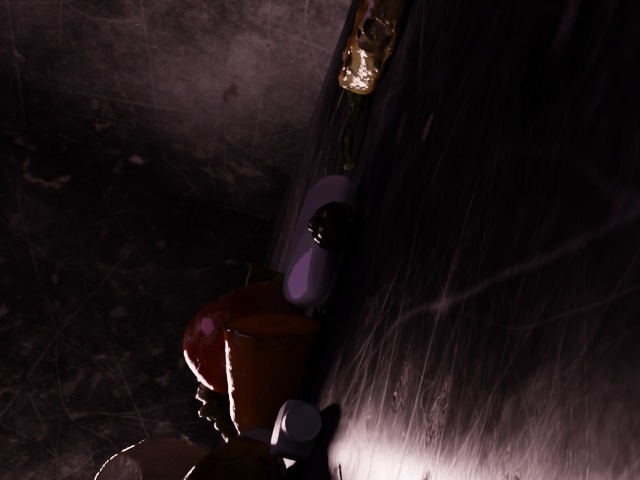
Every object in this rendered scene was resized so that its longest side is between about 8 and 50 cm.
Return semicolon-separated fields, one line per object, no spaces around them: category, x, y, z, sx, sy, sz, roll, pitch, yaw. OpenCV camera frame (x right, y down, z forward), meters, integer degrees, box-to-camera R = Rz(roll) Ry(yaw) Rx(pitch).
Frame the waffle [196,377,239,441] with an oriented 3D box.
waffle;-0.154;0.291;2.145;0.054;0.204;0.223;-27;32;34

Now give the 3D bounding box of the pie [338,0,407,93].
pie;0.106;-0.427;2.050;0.339;0.083;0.339;-166;90;-84

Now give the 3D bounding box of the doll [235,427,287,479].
doll;-0.112;0.383;1.784;0.180;0.107;0.110;103;158;-47

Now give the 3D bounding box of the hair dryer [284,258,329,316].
hair dryer;0.006;0.041;1.890;0.237;0.075;0.206;-96;28;-56

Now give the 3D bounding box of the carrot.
carrot;-0.089;0.237;1.829;0.159;0.159;0.225;-101;17;-79

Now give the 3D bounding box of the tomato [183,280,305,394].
tomato;-0.128;0.181;2.032;0.188;0.232;0.232;65;170;4

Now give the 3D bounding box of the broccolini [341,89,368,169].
broccolini;0.064;-0.228;2.136;0.054;0.051;0.239;-17;42;27

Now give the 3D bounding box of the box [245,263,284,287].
box;-0.109;0.139;2.381;0.193;0.121;0.030;-80;9;-48

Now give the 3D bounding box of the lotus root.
lotus root;-0.144;0.425;1.587;0.193;0.193;0.290;118;167;-67

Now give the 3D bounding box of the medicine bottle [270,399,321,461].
medicine bottle;-0.033;0.263;1.552;0.118;0.055;0.074;116;170;-69

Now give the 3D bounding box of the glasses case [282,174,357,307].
glasses case;0.000;0.000;1.829;0.092;0.059;0.233;-5;63;40

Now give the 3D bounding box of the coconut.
coconut;-0.260;0.517;2.034;0.323;0.323;0.322;-164;90;-85

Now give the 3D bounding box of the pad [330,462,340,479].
pad;-0.016;0.397;1.247;0.159;0.009;0.265;-93;22;-76

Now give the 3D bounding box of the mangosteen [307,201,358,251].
mangosteen;0.019;-0.023;1.749;0.081;0.081;0.081;-164;90;-85
